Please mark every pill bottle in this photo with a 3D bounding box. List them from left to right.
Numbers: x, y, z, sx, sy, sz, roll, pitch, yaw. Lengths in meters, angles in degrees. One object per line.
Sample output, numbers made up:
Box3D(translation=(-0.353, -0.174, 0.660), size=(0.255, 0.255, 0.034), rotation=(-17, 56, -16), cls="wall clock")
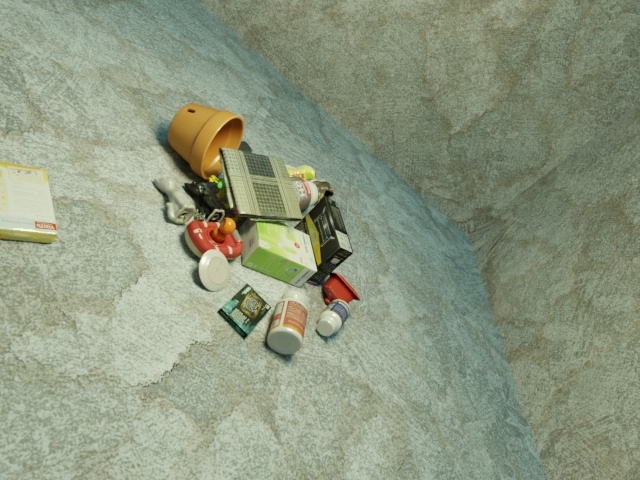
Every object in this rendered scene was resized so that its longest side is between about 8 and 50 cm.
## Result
Box3D(translation=(-0.144, -0.205, 2.101), size=(0.176, 0.176, 0.318), rotation=(53, 29, 11), cls="pill bottle")
Box3D(translation=(-0.109, 0.278, 1.593), size=(0.121, 0.121, 0.216), rotation=(37, 30, -17), cls="pill bottle")
Box3D(translation=(0.048, 0.306, 1.798), size=(0.094, 0.094, 0.169), rotation=(48, 28, 2), cls="pill bottle")

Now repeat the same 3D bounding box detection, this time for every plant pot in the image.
Box3D(translation=(-0.474, -0.419, 1.854), size=(0.203, 0.291, 0.291), rotation=(31, 28, 7), cls="plant pot")

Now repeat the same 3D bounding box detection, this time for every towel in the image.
Box3D(translation=(-0.240, -0.213, 1.828), size=(0.312, 0.056, 0.325), rotation=(3, 58, -41), cls="towel")

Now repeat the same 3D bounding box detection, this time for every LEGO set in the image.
Box3D(translation=(-0.439, -0.079, 1.603), size=(0.083, 0.054, 0.023), rotation=(-27, 56, -23), cls="LEGO set")

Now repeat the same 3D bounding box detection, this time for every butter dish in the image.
Box3D(translation=(0.067, 0.220, 1.921), size=(0.160, 0.118, 0.160), rotation=(48, -12, -8), cls="butter dish")

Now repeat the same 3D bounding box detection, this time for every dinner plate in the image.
Box3D(translation=(-0.350, 0.100, 1.531), size=(0.141, 0.017, 0.141), rotation=(22, 65, -57), cls="dinner plate")

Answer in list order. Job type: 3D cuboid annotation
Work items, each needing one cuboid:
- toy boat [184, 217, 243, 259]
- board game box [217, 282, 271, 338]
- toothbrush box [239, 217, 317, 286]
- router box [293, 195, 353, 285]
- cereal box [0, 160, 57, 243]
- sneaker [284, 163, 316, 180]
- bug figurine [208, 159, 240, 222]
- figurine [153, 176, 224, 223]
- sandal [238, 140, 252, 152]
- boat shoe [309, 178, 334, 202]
Box3D(translation=(-0.356, -0.023, 1.608), size=(0.231, 0.151, 0.151), rotation=(1, 52, -53), cls="toy boat")
Box3D(translation=(-0.254, 0.234, 1.552), size=(0.126, 0.026, 0.186), rotation=(46, 29, -1), cls="board game box")
Box3D(translation=(-0.170, 0.035, 1.820), size=(0.283, 0.122, 0.206), rotation=(27, 33, -34), cls="toothbrush box")
Box3D(translation=(0.000, 0.000, 1.967), size=(0.081, 0.243, 0.309), rotation=(24, 36, -36), cls="router box")
Box3D(translation=(-0.808, -0.105, 1.209), size=(0.173, 0.047, 0.240), rotation=(10, 46, -48), cls="cereal box")
Box3D(translation=(-0.126, -0.329, 2.324), size=(0.094, 0.208, 0.082), rotation=(-66, 155, -48), cls="sneaker")
Box3D(translation=(-0.331, -0.202, 1.862), size=(0.279, 0.072, 0.216), rotation=(63, 32, -19), cls="bug figurine")
Box3D(translation=(-0.489, -0.156, 1.683), size=(0.214, 0.092, 0.209), rotation=(4, 42, -51), cls="figurine")
Box3D(translation=(-0.412, -0.436, 2.176), size=(0.097, 0.054, 0.254), rotation=(60, 21, 10), cls="sandal")
Box3D(translation=(-0.019, -0.252, 2.401), size=(0.097, 0.116, 0.324), rotation=(47, 22, 7), cls="boat shoe")
